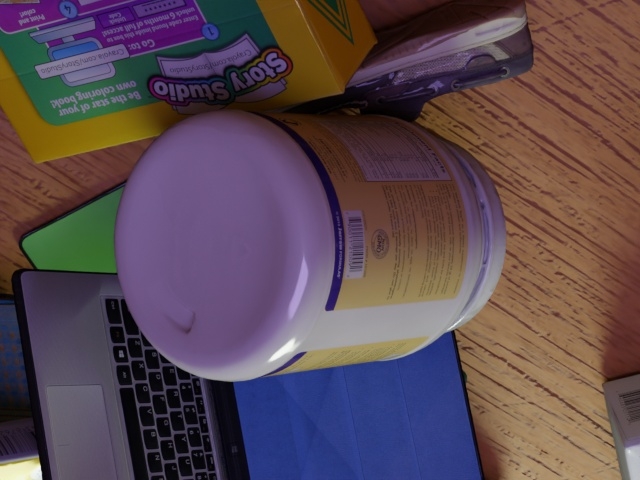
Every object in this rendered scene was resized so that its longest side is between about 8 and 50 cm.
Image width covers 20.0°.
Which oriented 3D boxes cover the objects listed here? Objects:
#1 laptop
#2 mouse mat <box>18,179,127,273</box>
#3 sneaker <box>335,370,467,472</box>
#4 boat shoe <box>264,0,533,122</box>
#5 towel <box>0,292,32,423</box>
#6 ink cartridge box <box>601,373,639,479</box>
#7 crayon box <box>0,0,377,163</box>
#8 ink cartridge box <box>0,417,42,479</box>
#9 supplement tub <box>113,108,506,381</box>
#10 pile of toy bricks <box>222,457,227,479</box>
[{"bbox_3d":[-0.057,0.192,1.805,0.236,0.408,0.382,-19,76,35],"label":"laptop"},{"bbox_3d":[-0.206,0.015,1.937,0.189,0.007,0.153,-26,117,12],"label":"mouse mat"},{"bbox_3d":[0.129,0.225,2.006,0.295,0.124,0.178,20,97,-38],"label":"sneaker"},{"bbox_3d":[0.077,-0.159,1.801,0.285,0.103,0.092,-21,113,2],"label":"boat shoe"},{"bbox_3d":[-0.353,0.219,1.960,0.271,0.040,0.370,5,115,19],"label":"towel"},{"bbox_3d":[0.484,0.284,2.041,0.271,0.130,0.309,-14,118,3],"label":"ink cartridge box"},{"bbox_3d":[-0.177,-0.252,1.668,0.362,0.106,0.313,-10,123,30],"label":"crayon box"},{"bbox_3d":[-0.415,0.327,1.849,0.303,0.072,0.307,-7,128,-41],"label":"ink cartridge box"},{"bbox_3d":[0.000,0.000,1.692,0.331,0.241,0.241,-3,131,-52],"label":"supplement tub"},{"bbox_3d":[-0.093,0.272,2.041,0.212,0.118,0.105,-20,147,-9],"label":"pile of toy bricks"}]
